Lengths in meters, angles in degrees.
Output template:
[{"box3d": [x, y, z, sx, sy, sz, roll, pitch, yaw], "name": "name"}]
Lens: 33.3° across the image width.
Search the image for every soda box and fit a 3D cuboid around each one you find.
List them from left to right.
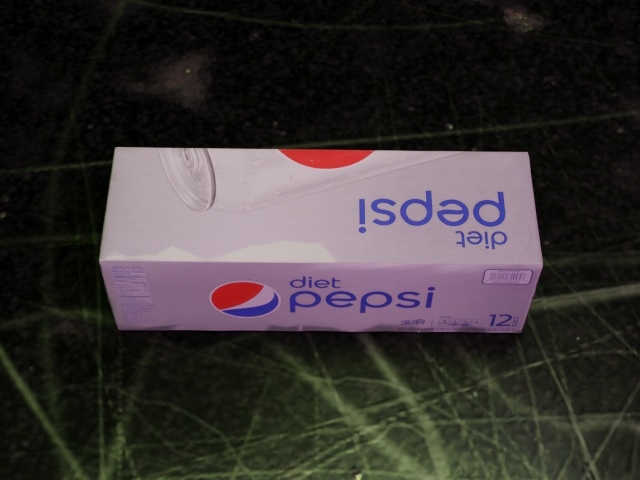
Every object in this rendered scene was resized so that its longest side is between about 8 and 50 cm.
[{"box3d": [0.000, 0.000, 0.733, 0.286, 0.091, 0.098, 1, 56, 0], "name": "soda box"}]
